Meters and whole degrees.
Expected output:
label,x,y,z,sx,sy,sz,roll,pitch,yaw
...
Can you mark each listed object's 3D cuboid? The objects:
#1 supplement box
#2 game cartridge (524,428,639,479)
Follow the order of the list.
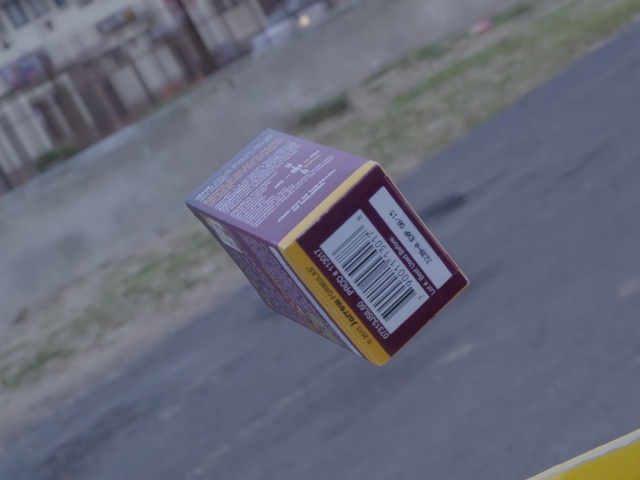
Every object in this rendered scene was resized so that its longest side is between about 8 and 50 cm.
label,x,y,z,sx,sy,sz,roll,pitch,yaw
supplement box,0.000,0.000,1.221,0.081,0.104,0.188,-42,22,-10
game cartridge,0.096,0.195,1.178,0.324,0.052,0.285,-20,-13,-30
